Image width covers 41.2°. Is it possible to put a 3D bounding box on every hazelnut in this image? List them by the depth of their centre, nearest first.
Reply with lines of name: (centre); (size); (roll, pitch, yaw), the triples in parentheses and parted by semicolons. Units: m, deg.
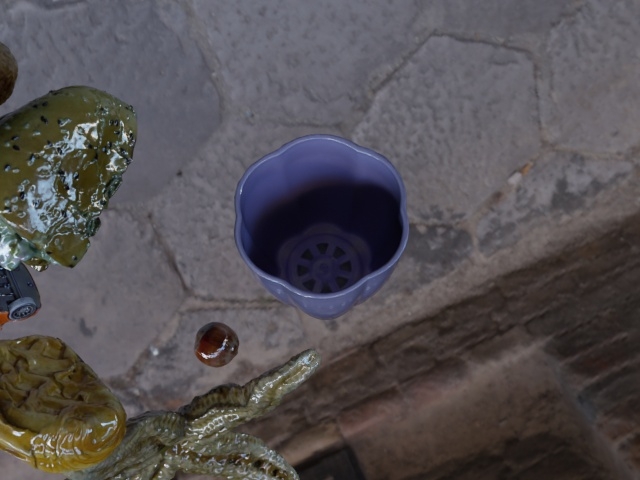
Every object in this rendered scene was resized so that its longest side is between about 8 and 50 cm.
hazelnut: (-0.187, 0.186, 1.531); (0.086, 0.086, 0.086); (-11, 128, -14)

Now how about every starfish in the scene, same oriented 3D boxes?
starfish: (-0.134, 0.206, 0.771); (0.327, 0.094, 0.375); (13, 131, -44)

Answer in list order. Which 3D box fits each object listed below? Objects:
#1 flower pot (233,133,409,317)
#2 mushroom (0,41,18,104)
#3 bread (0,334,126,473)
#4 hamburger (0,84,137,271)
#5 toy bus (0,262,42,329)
flower pot: (0.000, 0.000, 1.344); (0.265, 0.265, 0.243); (-20, 161, -7)
mushroom: (-0.476, -0.161, 0.885); (0.239, 0.345, 0.345); (-11, 130, 4)
bread: (-0.169, 0.098, 0.518); (0.083, 0.111, 0.044); (2, 115, -50)
hamburger: (-0.365, -0.095, 1.119); (0.168, 0.287, 0.192); (-4, 146, 40)
toy bus: (-0.749, 0.122, 1.743); (0.329, 0.143, 0.153); (0, 142, -52)
